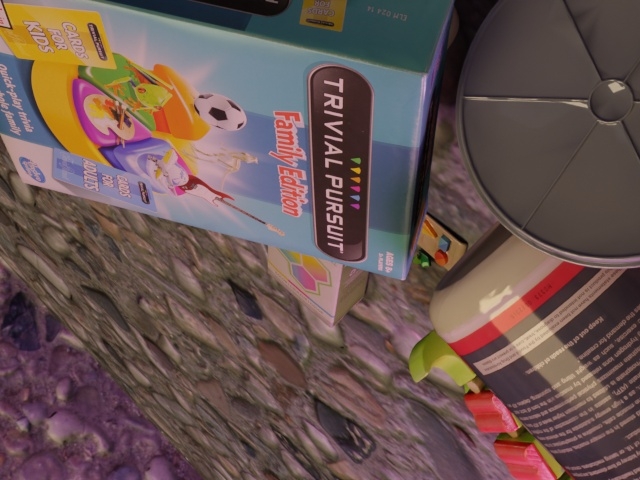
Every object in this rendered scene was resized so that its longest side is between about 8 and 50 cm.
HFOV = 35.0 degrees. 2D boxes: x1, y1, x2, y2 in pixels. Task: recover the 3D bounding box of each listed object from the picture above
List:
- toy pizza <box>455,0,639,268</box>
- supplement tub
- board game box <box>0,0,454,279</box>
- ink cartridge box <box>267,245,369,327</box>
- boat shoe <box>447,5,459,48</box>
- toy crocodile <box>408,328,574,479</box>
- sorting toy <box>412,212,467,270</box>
[{"bbox_3d":[0.181,-0.083,0.623,0.201,0.201,0.032,36,-165,24],"label":"toy pizza"},{"bbox_3d":[0.230,0.085,0.732,0.272,0.191,0.191,47,155,1],"label":"supplement tub"},{"bbox_3d":[-0.084,-0.102,0.739,0.336,0.079,0.254,15,151,10],"label":"board game box"},{"bbox_3d":[0.000,0.000,1.129,0.109,0.062,0.209,40,154,18],"label":"ink cartridge box"},{"bbox_3d":[-0.041,-0.232,0.779,0.340,0.127,0.113,41,168,36],"label":"boat shoe"},{"bbox_3d":[0.227,0.207,1.018,0.340,0.105,0.115,50,155,-7],"label":"toy crocodile"},{"bbox_3d":[0.114,0.010,1.020,0.062,0.012,0.083,38,153,19],"label":"sorting toy"}]
